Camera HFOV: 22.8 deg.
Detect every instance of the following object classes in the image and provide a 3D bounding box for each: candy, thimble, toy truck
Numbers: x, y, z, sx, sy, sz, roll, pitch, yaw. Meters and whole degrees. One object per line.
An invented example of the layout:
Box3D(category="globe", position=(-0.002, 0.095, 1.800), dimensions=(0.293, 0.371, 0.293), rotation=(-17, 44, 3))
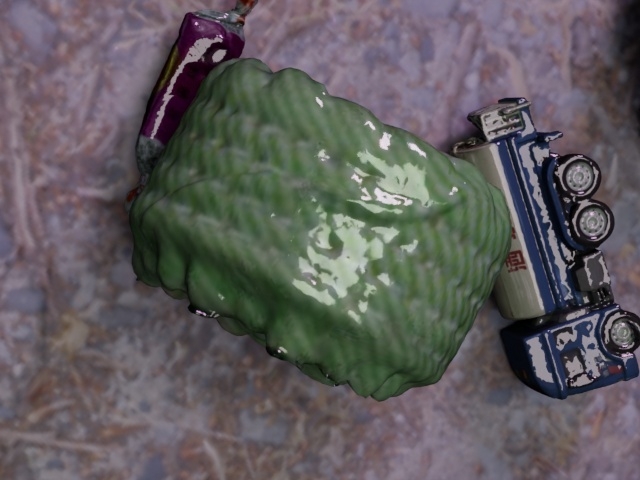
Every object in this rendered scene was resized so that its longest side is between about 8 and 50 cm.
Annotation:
Box3D(category="candy", position=(-0.083, -0.095, 0.990), dimensions=(0.043, 0.045, 0.175), rotation=(27, 85, -12))
Box3D(category="thimble", position=(0.000, 0.000, 0.941), dimensions=(0.219, 0.219, 0.150), rotation=(30, 86, -17))
Box3D(category="toy truck", position=(0.147, 0.005, 1.054), dimensions=(0.088, 0.074, 0.201), rotation=(-19, 98, -11))
